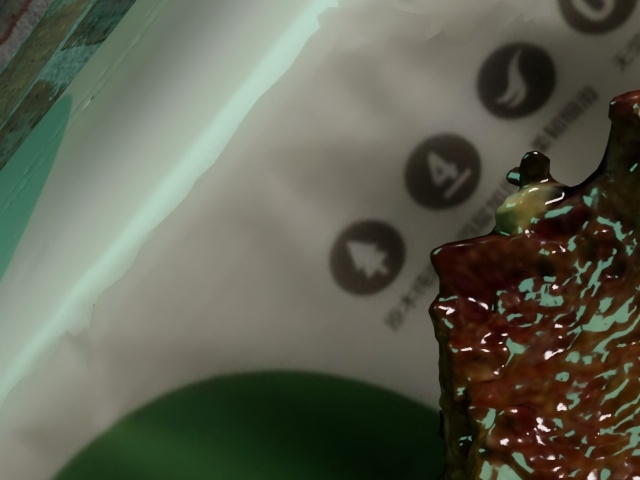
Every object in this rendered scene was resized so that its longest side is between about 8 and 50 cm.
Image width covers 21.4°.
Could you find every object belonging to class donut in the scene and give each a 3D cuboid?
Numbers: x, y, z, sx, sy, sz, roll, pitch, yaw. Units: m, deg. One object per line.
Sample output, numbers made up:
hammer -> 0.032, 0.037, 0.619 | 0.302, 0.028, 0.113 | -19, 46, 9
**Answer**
donut -> 0.113, 0.036, 0.407 | 0.187, 0.144, 0.126 | -15, 34, 6

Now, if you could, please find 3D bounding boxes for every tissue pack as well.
tissue pack -> -0.001, -0.001, 0.596 | 0.356, 0.194, 0.266 | -50, 18, 8
